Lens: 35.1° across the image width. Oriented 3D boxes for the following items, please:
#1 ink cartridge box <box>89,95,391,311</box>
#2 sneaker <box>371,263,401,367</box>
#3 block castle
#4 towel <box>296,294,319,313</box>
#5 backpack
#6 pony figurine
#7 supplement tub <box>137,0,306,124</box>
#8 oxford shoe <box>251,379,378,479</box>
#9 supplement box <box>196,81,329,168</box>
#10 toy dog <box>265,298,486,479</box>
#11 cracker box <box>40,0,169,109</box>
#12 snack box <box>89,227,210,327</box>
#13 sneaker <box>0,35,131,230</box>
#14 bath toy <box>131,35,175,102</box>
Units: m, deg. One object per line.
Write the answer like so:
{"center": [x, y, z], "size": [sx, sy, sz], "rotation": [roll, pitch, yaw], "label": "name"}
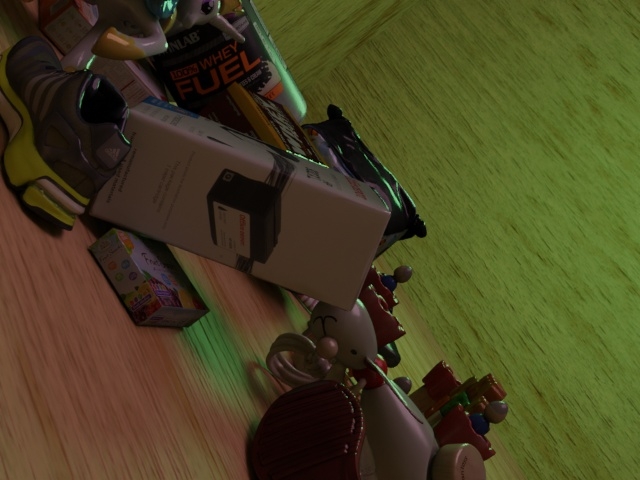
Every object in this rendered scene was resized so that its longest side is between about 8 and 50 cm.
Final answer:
{"center": [-0.090, -0.050, 1.189], "size": [0.307, 0.129, 0.223], "rotation": [21, 9, -8], "label": "ink cartridge box"}
{"center": [0.104, 0.137, 2.117], "size": [0.286, 0.130, 0.109], "rotation": [60, 7, 33], "label": "sneaker"}
{"center": [0.132, 0.200, 1.590], "size": [0.303, 0.213, 0.453], "rotation": [53, 4, 0], "label": "block castle"}
{"center": [0.026, 0.076, 1.860], "size": [0.197, 0.144, 0.029], "rotation": [51, -15, -23], "label": "towel"}
{"center": [-0.009, -0.038, 1.687], "size": [0.213, 0.263, 0.276], "rotation": [-17, 65, -46], "label": "backpack"}
{"center": [-0.287, -0.360, 1.318], "size": [0.351, 0.303, 0.363], "rotation": [53, 42, -2], "label": "pony figurine"}
{"center": [-0.171, -0.300, 1.652], "size": [0.316, 0.193, 0.193], "rotation": [60, 4, -25], "label": "supplement tub"}
{"center": [0.008, 0.270, 1.032], "size": [0.348, 0.123, 0.130], "rotation": [-100, 171, -64], "label": "oxford shoe"}
{"center": [-0.123, -0.110, 1.501], "size": [0.129, 0.191, 0.194], "rotation": [56, 15, 14], "label": "supplement box"}
{"center": [0.062, 0.243, 1.254], "size": [0.333, 0.220, 0.161], "rotation": [45, 40, -8], "label": "toy dog"}
{"center": [-0.332, -0.288, 1.569], "size": [0.232, 0.067, 0.155], "rotation": [50, 8, -33], "label": "cracker box"}
{"center": [-0.181, 0.043, 1.091], "size": [0.100, 0.037, 0.141], "rotation": [54, 7, 13], "label": "snack box"}
{"center": [-0.264, -0.135, 1.064], "size": [0.111, 0.121, 0.300], "rotation": [47, 10, -45], "label": "sneaker"}
{"center": [-0.289, -0.323, 1.831], "size": [0.348, 0.151, 0.129], "rotation": [48, 52, -47], "label": "bath toy"}
